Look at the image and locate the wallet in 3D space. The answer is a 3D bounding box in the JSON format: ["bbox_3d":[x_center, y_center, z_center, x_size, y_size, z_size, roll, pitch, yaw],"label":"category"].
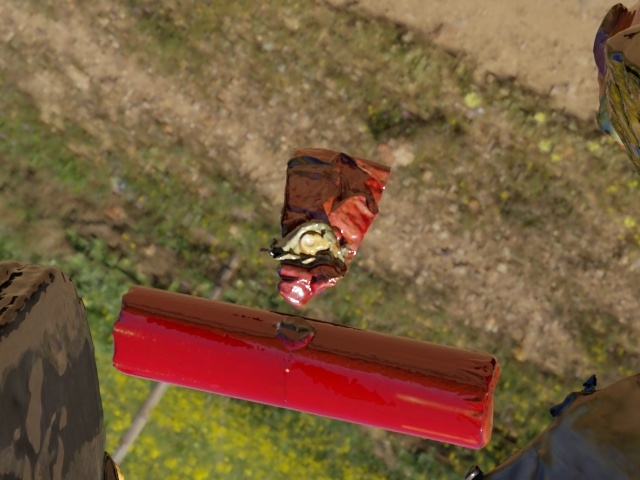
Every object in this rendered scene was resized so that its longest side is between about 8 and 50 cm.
[{"bbox_3d":[-0.115,0.170,0.451,0.042,0.165,0.309,-2,109,12],"label":"wallet"}]

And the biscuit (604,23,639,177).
[{"bbox_3d":[0.259,0.036,0.563,0.359,0.046,0.359,56,-174,-9],"label":"biscuit"}]

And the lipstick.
[{"bbox_3d":[-0.012,0.089,0.774,0.280,0.073,0.073,10,155,12],"label":"lipstick"}]

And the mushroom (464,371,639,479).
[{"bbox_3d":[0.119,0.201,0.471,0.151,0.156,0.285,60,139,43],"label":"mushroom"}]

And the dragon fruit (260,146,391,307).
[{"bbox_3d":[-0.015,-0.012,1.016,0.092,0.192,0.122,34,131,-12],"label":"dragon fruit"}]

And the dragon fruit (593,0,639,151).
[{"bbox_3d":[0.374,-0.131,0.981,0.291,0.290,0.189,33,127,-4],"label":"dragon fruit"}]

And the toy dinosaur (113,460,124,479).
[{"bbox_3d":[-0.279,0.153,0.848,0.117,0.070,0.288,-35,132,25],"label":"toy dinosaur"}]
